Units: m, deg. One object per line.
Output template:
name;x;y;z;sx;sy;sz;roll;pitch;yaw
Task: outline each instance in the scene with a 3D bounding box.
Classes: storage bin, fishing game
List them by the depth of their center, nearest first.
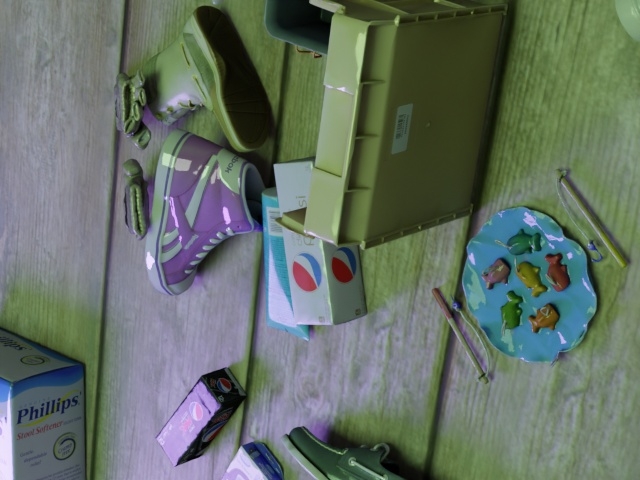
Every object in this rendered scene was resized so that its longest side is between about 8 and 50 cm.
storage bin;0.076;-0.144;1.493;0.123;0.260;0.262;23;115;34
fishing game;0.233;0.056;1.542;0.264;0.041;0.189;-43;67;41
storage bin;0.011;-0.277;1.637;0.135;0.091;0.098;25;116;38

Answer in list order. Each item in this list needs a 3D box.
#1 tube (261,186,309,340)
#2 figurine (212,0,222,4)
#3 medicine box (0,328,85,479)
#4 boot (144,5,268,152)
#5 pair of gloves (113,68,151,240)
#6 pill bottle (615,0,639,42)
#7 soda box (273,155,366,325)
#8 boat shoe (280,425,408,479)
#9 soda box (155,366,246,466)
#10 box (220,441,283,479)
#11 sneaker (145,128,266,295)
tube;-0.049;0.032;1.801;0.080;0.052;0.207;18;117;45
figurine;-0.044;-0.389;1.590;0.215;0.092;0.209;-18;50;45
medicine box;-0.537;0.321;2.261;0.263;0.149;0.289;16;111;40
boot;-0.162;-0.192;1.833;0.165;0.077;0.213;-34;73;43
pair of gloves;-0.265;-0.120;1.911;0.204;0.042;0.240;173;93;-78
pill bottle;0.366;-0.251;1.314;0.137;0.078;0.078;-23;84;44
soda box;0.000;0.000;1.729;0.074;0.069;0.216;-1;99;44
boat shoe;0.075;0.322;1.739;0.099;0.116;0.319;-49;48;-9
soda box;-0.178;0.263;1.971;0.060;0.053;0.169;53;131;20
box;-0.104;0.358;1.942;0.081;0.028;0.136;48;130;25
sneaker;-0.153;-0.009;1.853;0.161;0.102;0.282;21;135;11
